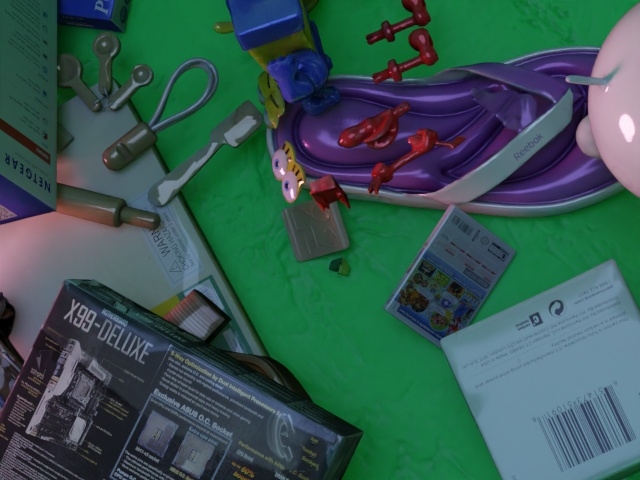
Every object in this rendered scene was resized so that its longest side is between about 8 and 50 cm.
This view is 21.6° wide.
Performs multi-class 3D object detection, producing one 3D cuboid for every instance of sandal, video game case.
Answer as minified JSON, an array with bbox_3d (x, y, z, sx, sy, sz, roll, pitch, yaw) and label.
[{"bbox_3d":[0.147,-0.106,1.633,0.416,0.102,0.169,-6,78,10],"label":"sandal"},{"bbox_3d":[0.126,0.038,1.627,0.087,0.011,0.122,35,86,-25],"label":"video game case"}]

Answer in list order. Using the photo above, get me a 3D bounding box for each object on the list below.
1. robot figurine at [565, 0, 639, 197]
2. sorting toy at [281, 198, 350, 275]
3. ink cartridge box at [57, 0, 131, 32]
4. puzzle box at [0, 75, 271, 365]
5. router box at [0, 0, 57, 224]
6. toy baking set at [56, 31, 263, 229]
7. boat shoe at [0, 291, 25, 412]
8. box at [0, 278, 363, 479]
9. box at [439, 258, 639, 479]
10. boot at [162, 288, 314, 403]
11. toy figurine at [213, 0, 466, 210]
[{"bbox_3d":[0.373,-0.112,1.466,0.300,0.353,0.200,-18,70,43],"label":"robot figurine"},{"bbox_3d":[0.000,0.000,1.681,0.062,0.012,0.083,-17,92,27],"label":"sorting toy"},{"bbox_3d":[-0.239,-0.331,1.789,0.097,0.046,0.207,9,81,15],"label":"ink cartridge box"},{"bbox_3d":[-0.231,0.071,1.700,0.272,0.052,0.409,-30,74,4],"label":"puzzle box"},{"bbox_3d":[-0.368,-0.212,1.575,0.082,0.335,0.301,-12,65,20],"label":"router box"},{"bbox_3d":[-0.197,-0.107,1.687,0.256,0.030,0.197,18,83,15],"label":"toy baking set"},{"bbox_3d":[-0.336,0.083,1.664,0.066,0.066,0.183,-29,84,0],"label":"boat shoe"},{"bbox_3d":[-0.150,0.209,1.536,0.307,0.076,0.242,27,96,15],"label":"box"},{"bbox_3d":[0.232,0.141,1.555,0.181,0.119,0.182,-25,74,6],"label":"box"},{"bbox_3d":[-0.104,0.162,1.598,0.197,0.073,0.152,42,94,19],"label":"boot"},{"bbox_3d":[-0.017,-0.235,1.583,0.191,0.217,0.362,-21,56,13],"label":"toy figurine"}]
